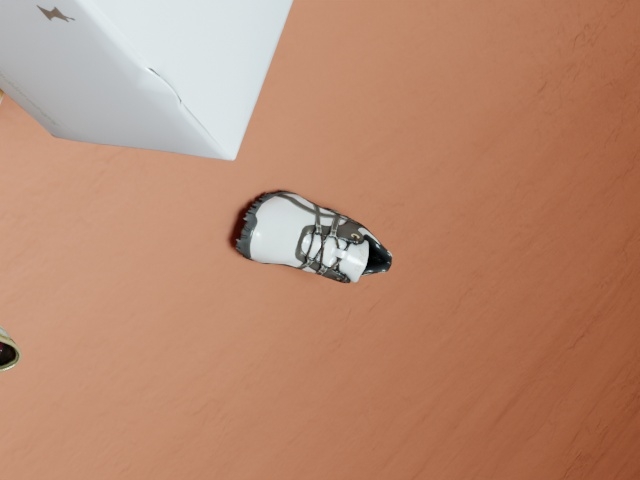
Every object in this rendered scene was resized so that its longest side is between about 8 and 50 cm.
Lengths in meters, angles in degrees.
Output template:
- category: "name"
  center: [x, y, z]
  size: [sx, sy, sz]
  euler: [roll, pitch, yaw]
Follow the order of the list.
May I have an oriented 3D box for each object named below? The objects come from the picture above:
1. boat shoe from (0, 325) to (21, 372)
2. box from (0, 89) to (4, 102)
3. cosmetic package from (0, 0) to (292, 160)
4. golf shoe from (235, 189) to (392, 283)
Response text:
- category: "boat shoe"
  center: [-0.284, 0.079, 0.907]
  size: [0.135, 0.045, 0.050]
  euler: [3, 107, -55]
- category: "box"
  center: [-0.285, -0.094, 0.762]
  size: [0.130, 0.091, 0.170]
  euler: [14, 98, -56]
- category: "cosmetic package"
  center: [-0.095, -0.257, 0.758]
  size: [0.197, 0.155, 0.365]
  euler: [51, 54, -57]
- category: "golf shoe"
  center: [0.000, 0.000, 1.210]
  size: [0.198, 0.094, 0.077]
  euler: [3, 108, -53]
